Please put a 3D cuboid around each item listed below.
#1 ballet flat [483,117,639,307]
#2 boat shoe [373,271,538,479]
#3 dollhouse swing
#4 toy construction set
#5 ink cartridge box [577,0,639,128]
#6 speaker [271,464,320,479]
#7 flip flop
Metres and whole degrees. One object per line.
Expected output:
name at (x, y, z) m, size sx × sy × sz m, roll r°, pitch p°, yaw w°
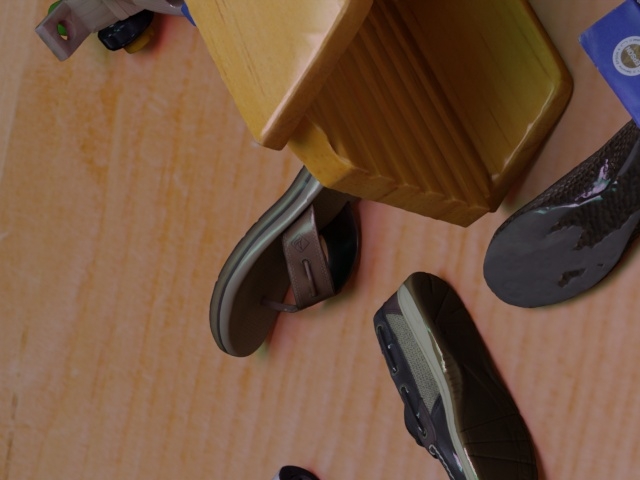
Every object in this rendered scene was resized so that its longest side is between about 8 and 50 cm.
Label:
ballet flat at (0.217, -0.036, 1.255) m, size 0.084 × 0.058 × 0.250 m, roll 39°, pitch 125°, yaw -5°
boat shoe at (0.103, 0.134, 1.328) m, size 0.073 × 0.080 × 0.224 m, roll -41°, pitch 58°, yaw 37°
dollhouse swing at (0.103, -0.233, 1.174) m, size 0.305 × 0.347 × 0.315 m, roll -36°, pitch 66°, yaw 21°
toy construction set at (-0.202, -0.311, 1.527) m, size 0.237 × 0.257 × 0.309 m, roll -22°, pitch 54°, yaw 50°
ink cartridge box at (0.316, -0.130, 1.126) m, size 0.224 × 0.045 × 0.223 m, roll -36°, pitch 65°, yaw 10°
speaker at (-0.048, 0.260, 1.462) m, size 0.136 × 0.055 × 0.055 m, roll -53°, pitch 58°, yaw 25°
flip flop at (0.000, 0.000, 1.409) m, size 0.080 × 0.112 × 0.277 m, roll 44°, pitch 111°, yaw 16°
